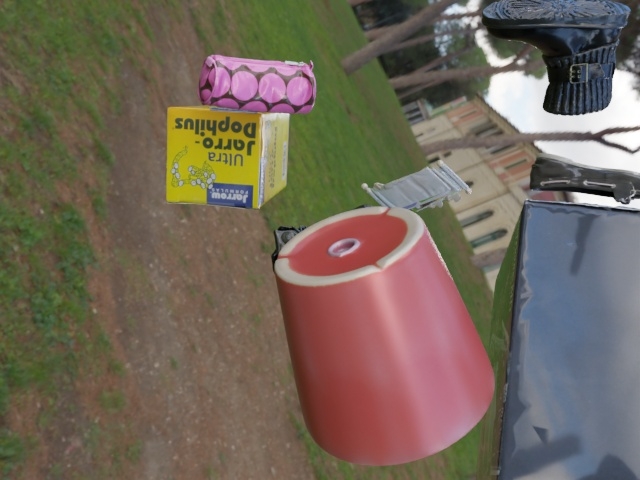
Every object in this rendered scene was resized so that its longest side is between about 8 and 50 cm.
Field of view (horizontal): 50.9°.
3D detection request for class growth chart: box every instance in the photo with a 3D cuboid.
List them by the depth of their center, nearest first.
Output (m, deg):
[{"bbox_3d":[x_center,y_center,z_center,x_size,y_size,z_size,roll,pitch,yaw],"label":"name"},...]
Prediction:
[{"bbox_3d":[0.245,-0.124,1.696,0.172,0.237,0.021,43,40,-45],"label":"growth chart"}]

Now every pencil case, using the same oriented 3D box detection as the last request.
[{"bbox_3d":[-0.114,-0.287,1.225,0.095,0.209,0.098,-116,-146,-41],"label":"pencil case"}]

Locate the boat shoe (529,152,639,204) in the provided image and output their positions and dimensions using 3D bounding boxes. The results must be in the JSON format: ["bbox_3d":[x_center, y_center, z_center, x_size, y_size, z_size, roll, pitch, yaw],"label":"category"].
[{"bbox_3d":[0.686,-0.132,1.664,0.112,0.335,0.096,22,86,-64],"label":"boat shoe"}]

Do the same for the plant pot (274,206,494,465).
[{"bbox_3d":[0.067,0.105,0.875,0.275,0.274,0.243,-95,167,-65],"label":"plant pot"}]

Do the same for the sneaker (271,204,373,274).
[{"bbox_3d":[0.000,0.000,1.254,0.130,0.227,0.087,41,17,-44],"label":"sneaker"}]

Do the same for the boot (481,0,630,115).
[{"bbox_3d":[0.550,-0.434,1.621,0.131,0.347,0.260,-78,171,-51],"label":"boot"}]

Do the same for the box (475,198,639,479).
[{"bbox_3d":[0.455,0.243,1.200,0.472,0.297,0.480,70,29,-69],"label":"box"}]

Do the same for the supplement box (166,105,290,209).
[{"bbox_3d":[-0.190,-0.196,1.482,0.356,0.194,0.195,-64,157,-76],"label":"supplement box"}]
